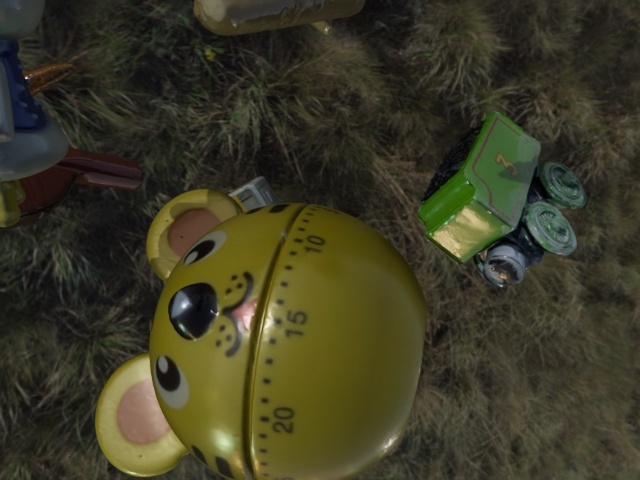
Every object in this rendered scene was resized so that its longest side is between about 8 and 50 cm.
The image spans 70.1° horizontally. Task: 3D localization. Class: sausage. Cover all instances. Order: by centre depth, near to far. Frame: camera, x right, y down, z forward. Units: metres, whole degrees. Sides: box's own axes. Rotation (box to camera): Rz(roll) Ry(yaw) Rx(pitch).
[{"bbox_3d":[-0.035,-0.301,0.571,0.301,0.066,0.065,-41,130,-46],"label":"sausage"},{"bbox_3d":[0.000,-0.411,0.868,0.024,0.132,0.024,-10,128,-13],"label":"sausage"}]

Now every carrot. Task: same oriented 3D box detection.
[{"bbox_3d":[-0.506,-0.258,0.772,0.191,0.047,0.047,-34,124,-9],"label":"carrot"}]

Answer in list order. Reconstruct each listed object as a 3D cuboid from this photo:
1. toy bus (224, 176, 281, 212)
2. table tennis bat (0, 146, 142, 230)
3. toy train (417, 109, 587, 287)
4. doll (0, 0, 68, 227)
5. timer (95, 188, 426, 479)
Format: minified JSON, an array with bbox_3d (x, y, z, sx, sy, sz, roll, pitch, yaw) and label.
[{"bbox_3d":[-0.080,0.017,0.826,0.106,0.092,0.268,-27,103,19],"label":"toy bus"},{"bbox_3d":[-0.426,-0.112,0.583,0.051,0.268,0.415,-49,154,24],"label":"table tennis bat"},{"bbox_3d":[0.329,-0.074,0.834,0.249,0.173,0.307,38,53,-3],"label":"toy train"},{"bbox_3d":[-0.269,-0.152,0.364,0.119,0.138,0.292,-3,124,-33],"label":"doll"},{"bbox_3d":[-0.076,0.117,0.567,0.376,0.388,0.375,9,90,-81],"label":"timer"}]
